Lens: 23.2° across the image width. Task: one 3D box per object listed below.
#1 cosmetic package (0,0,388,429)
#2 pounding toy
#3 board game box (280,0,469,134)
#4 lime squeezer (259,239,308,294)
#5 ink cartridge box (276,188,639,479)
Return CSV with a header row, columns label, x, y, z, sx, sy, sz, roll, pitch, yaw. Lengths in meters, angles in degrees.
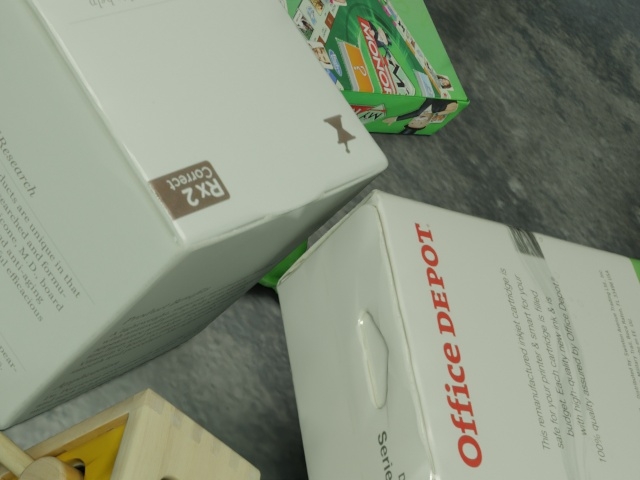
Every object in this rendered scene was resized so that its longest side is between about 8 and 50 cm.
label,x,y,z,sx,sy,sz,roll,pitch,yaw
cosmetic package,-0.101,-0.032,0.755,0.151,0.183,0.151,-25,78,-49
pounding toy,-0.111,0.127,0.680,0.100,0.130,0.141,41,39,-28
board game box,-0.042,-0.218,1.060,0.213,0.046,0.317,0,59,-42
lime squeezer,0.000,0.000,0.884,0.310,0.110,0.059,26,58,-2
ink cartridge box,0.097,0.082,0.759,0.219,0.092,0.160,14,51,-33
